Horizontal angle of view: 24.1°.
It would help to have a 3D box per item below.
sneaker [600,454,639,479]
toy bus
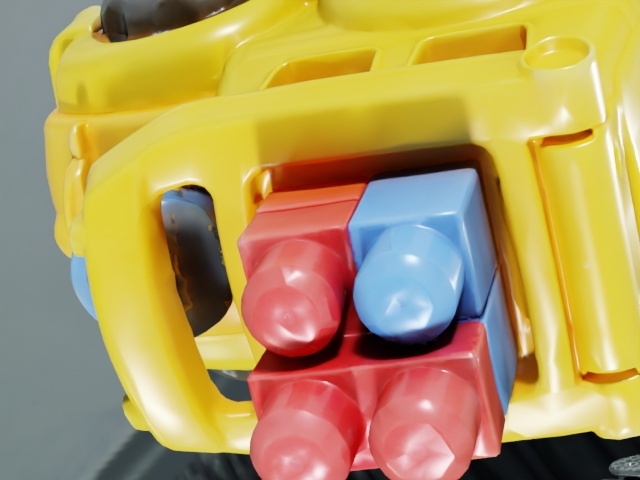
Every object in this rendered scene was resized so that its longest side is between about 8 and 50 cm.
[{"bbox_3d":[0.194,0.121,0.620,0.130,0.087,0.227,-12,173,-10],"label":"sneaker"},{"bbox_3d":[0.000,0.000,0.447,0.220,0.211,0.149,-6,114,20],"label":"toy bus"}]
